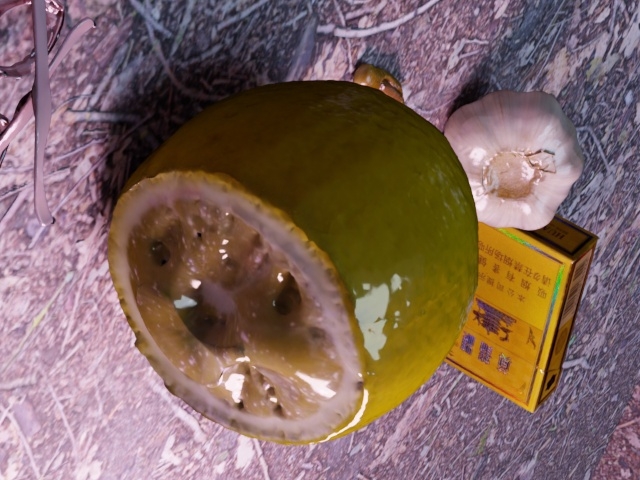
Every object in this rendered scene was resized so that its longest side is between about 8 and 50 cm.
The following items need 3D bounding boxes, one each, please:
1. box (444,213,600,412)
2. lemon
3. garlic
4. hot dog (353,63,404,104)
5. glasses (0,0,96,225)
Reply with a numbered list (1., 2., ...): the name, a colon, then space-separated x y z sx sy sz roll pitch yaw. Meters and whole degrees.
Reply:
1. box: 0.277 0.083 2.390 0.084 0.193 0.301 -36 146 -40
2. lemon: 0.000 0.000 1.605 0.364 0.364 0.364 -43 150 -32
3. garlic: 0.250 -0.133 2.204 0.226 0.199 0.199 -85 -169 -64
4. hot dog: 0.072 -0.177 1.923 0.044 0.028 0.137 -65 154 -6
5. glasses: -0.267 -0.101 1.290 0.162 0.095 0.255 7 109 -55
